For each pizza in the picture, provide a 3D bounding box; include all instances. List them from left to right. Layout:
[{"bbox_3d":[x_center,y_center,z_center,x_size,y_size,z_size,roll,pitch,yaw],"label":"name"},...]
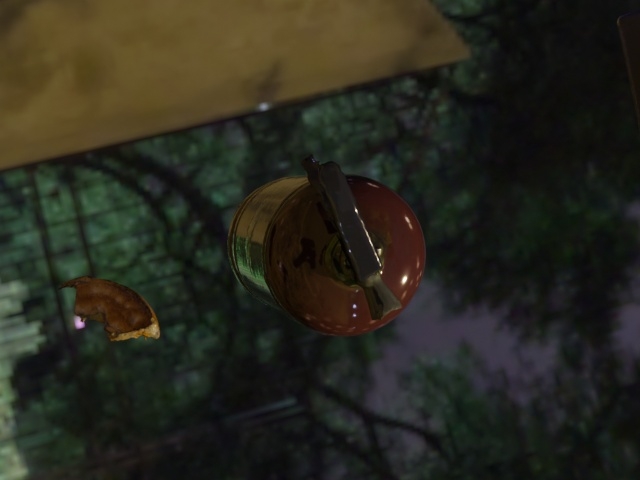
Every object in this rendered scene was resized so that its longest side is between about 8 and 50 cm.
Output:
[{"bbox_3d":[-0.134,0.044,1.005,0.083,0.037,0.016,25,-34,30],"label":"pizza"}]

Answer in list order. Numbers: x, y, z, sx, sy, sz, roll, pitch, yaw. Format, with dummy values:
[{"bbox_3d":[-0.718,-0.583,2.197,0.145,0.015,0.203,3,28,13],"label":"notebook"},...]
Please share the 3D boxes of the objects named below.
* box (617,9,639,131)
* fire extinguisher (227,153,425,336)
[{"bbox_3d":[0.407,-0.159,1.419,0.071,0.259,0.168,42,37,-58],"label":"box"},{"bbox_3d":[0.000,0.000,1.160,0.135,0.114,0.337,62,-8,-7],"label":"fire extinguisher"}]
